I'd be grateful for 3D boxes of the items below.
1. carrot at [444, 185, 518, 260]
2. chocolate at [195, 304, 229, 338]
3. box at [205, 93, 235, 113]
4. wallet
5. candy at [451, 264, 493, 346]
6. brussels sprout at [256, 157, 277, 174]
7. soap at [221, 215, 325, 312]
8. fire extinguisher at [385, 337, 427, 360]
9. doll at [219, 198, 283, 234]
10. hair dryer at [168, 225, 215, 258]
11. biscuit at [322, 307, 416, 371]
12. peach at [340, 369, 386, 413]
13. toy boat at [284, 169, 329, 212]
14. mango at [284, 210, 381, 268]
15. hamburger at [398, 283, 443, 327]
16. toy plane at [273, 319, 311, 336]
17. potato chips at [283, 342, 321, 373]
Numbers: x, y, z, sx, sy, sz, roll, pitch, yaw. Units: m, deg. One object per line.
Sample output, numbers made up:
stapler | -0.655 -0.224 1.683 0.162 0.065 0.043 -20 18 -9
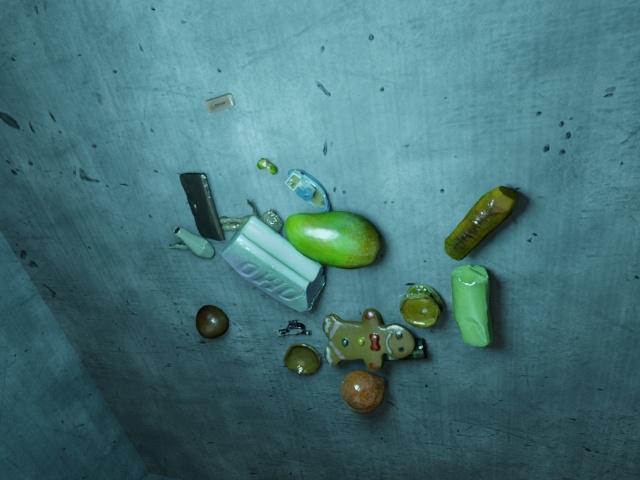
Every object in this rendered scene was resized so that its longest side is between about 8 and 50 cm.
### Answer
carrot | 0.557 -0.060 1.451 0.114 0.114 0.302 32 129 -1
chocolate | -0.554 0.407 2.090 0.176 0.177 0.177 9 122 14
box | -0.377 -0.513 1.551 0.115 0.025 0.048 -7 119 22
wallet | -0.509 -0.144 1.784 0.165 0.042 0.310 8 122 34
candy | 0.592 0.256 1.614 0.142 0.132 0.344 -13 116 8
brussels sprout | -0.207 -0.290 1.614 0.083 0.046 0.051 20 168 -1
soap | -0.181 0.115 1.729 0.446 0.156 0.261 36 144 -16
fire extinguisher | 0.330 0.498 1.878 0.294 0.093 0.118 -12 89 26
doll | -0.292 -0.063 1.762 0.285 0.091 0.203 -26 96 31
hair dryer | -0.633 0.000 1.872 0.267 0.092 0.229 8 154 15
biscuit | 0.204 0.445 1.843 0.431 0.064 0.283 -2 95 25
peach | 0.212 0.721 2.005 0.232 0.232 0.233 9 122 14
toy boat | -0.050 -0.182 1.592 0.215 0.102 0.088 39 127 -7
mango | 0.049 -0.012 1.581 0.381 0.201 0.225 16 133 -4
hamburger | 0.410 0.262 1.701 0.185 0.113 0.177 27 131 11
toy plane | -0.148 0.439 2.031 0.197 0.053 0.078 -12 124 21
potato chips | -0.089 0.585 2.092 0.195 0.062 0.208 -5 117 16
